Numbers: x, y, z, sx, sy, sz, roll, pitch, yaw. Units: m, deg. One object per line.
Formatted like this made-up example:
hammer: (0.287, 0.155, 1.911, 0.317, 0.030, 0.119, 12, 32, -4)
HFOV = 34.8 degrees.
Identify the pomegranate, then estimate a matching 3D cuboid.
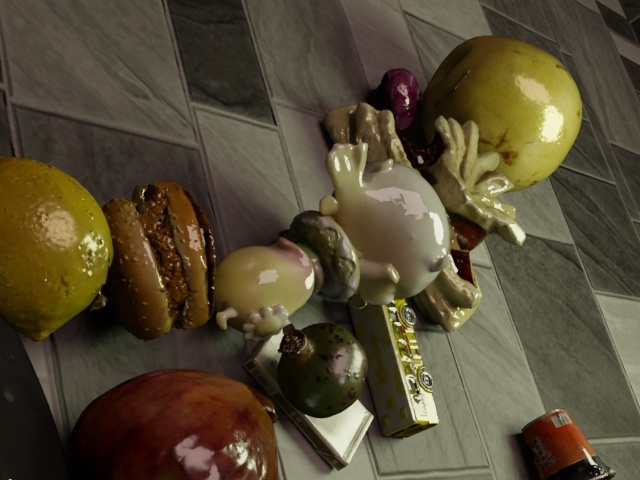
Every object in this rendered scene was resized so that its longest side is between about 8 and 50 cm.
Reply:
pomegranate: (0.003, 0.164, 1.319, 0.130, 0.130, 0.130, 31, 43, -33)

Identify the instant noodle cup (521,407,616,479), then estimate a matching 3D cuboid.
instant noodle cup: (0.410, 0.364, 1.730, 0.127, 0.127, 0.136, 6, 51, -49)

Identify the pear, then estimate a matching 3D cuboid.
pear: (0.338, -0.244, 1.952, 0.309, 0.309, 0.309, 31, 43, -33)

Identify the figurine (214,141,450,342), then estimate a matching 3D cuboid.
figurine: (0.000, 0.000, 1.394, 0.394, 0.274, 0.226, -27, 41, -30)

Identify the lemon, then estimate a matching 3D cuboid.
lemon: (-0.312, 0.000, 1.071, 0.206, 0.173, 0.173, 56, 35, 2)

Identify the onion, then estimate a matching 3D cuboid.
onion: (0.140, -0.264, 1.909, 0.104, 0.115, 0.115, 4, 47, 3)

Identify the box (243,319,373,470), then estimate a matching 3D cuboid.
box: (-0.014, 0.209, 1.400, 0.198, 0.029, 0.109, 50, 36, -9)

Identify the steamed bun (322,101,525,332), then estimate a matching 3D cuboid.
steamed bun: (0.208, -0.073, 1.756, 0.247, 0.189, 0.428, -12, 72, -56)

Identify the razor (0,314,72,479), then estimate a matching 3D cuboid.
razor: (-0.302, 0.219, 0.927, 0.204, 0.113, 0.349, 56, 15, -69)

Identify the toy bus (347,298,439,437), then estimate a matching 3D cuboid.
toy bus: (0.108, 0.179, 1.535, 0.074, 0.081, 0.226, 7, 62, -43)

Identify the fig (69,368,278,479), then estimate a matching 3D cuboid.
fig: (-0.147, 0.241, 1.054, 0.224, 0.224, 0.263, 55, 13, -4)

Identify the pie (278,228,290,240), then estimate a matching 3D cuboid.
pie: (-0.017, 0.028, 1.533, 0.170, 0.034, 0.092, 13, 58, -45)

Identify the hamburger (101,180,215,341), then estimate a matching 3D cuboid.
hamburger: (-0.200, 0.024, 1.196, 0.118, 0.191, 0.182, -9, 96, -19)
